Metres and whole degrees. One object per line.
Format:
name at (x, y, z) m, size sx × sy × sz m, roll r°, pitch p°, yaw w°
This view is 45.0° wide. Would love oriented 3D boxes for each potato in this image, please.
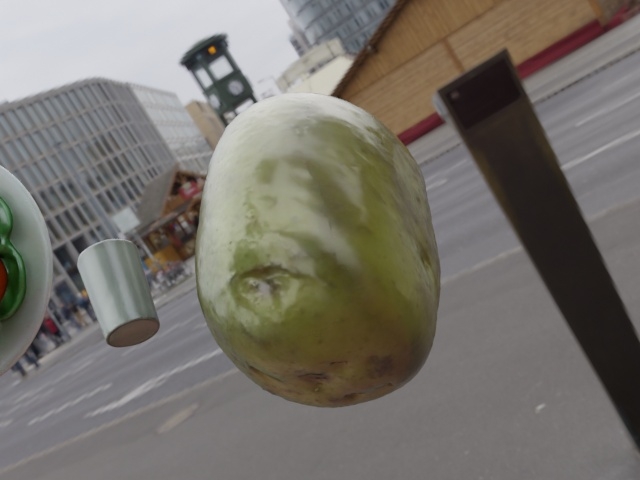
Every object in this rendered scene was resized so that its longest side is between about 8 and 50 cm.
potato at (0.001, 0.002, 0.512) m, size 0.148 × 0.197 × 0.228 m, roll -36°, pitch 45°, yaw 30°

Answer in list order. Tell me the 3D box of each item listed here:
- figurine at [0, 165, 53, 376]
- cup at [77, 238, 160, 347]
figurine at (-0.206, 0.010, 0.326) m, size 0.132 × 0.132 × 0.153 m, roll -31°, pitch -8°, yaw 5°
cup at (-0.183, 0.052, 0.681) m, size 0.075 × 0.083 × 0.054 m, roll -39°, pitch -30°, yaw 23°
